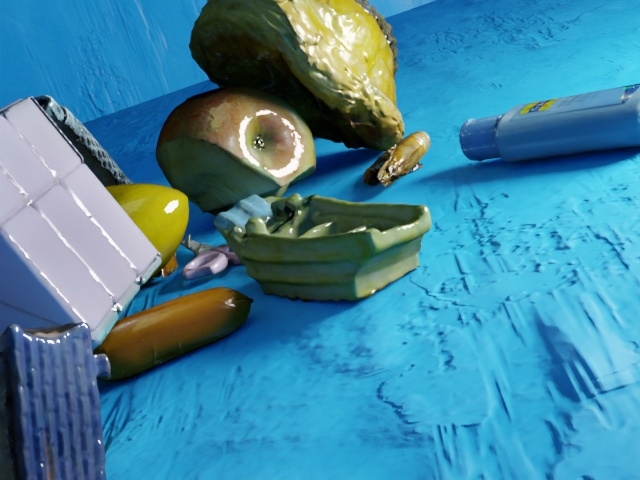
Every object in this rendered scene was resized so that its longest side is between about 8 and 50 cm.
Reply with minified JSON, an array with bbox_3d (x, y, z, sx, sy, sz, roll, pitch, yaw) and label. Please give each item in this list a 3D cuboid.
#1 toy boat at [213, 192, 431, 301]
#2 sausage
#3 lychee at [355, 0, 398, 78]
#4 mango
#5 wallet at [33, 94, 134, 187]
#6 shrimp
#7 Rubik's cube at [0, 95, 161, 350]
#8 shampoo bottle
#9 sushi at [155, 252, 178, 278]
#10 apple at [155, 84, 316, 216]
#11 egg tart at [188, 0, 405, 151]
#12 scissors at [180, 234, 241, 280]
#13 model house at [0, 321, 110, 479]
[{"bbox_3d":[0.001,0.006,1.218,0.111,0.084,0.276,-26,19,-33],"label":"toy boat"},{"bbox_3d":[-0.147,0.087,1.162,0.183,0.054,0.062,-20,55,-13],"label":"sausage"},{"bbox_3d":[-0.005,-0.299,1.972,0.255,0.255,0.274,-19,31,1],"label":"lychee"},{"bbox_3d":[-0.299,0.023,1.392,0.331,0.142,0.195,-8,39,43],"label":"mango"},{"bbox_3d":[-0.361,-0.061,1.523,0.237,0.075,0.342,-17,-29,9],"label":"wallet"},{"bbox_3d":[0.085,-0.100,1.546,0.095,0.045,0.162,-12,18,28],"label":"shrimp"},{"bbox_3d":[-0.324,0.032,1.151,0.231,0.221,0.225,-36,10,16],"label":"Rubik's cube"},{"bbox_3d":[0.272,-0.129,1.378,0.258,0.061,0.104,-6,20,43],"label":"shampoo bottle"},{"bbox_3d":[-0.212,0.025,1.464,0.120,0.055,0.052,1,4,44],"label":"sushi"},{"bbox_3d":[-0.107,-0.122,1.623,0.207,0.174,0.188,21,-32,-30],"label":"apple"},{"bbox_3d":[-0.024,-0.248,1.676,0.339,0.351,0.153,7,65,57],"label":"egg tart"},{"bbox_3d":[-0.137,0.011,1.477,0.110,0.021,0.212,-21,16,-19],"label":"scissors"},{"bbox_3d":[-0.242,0.145,0.918,0.172,0.167,0.183,-9,-5,-19],"label":"model house"}]
